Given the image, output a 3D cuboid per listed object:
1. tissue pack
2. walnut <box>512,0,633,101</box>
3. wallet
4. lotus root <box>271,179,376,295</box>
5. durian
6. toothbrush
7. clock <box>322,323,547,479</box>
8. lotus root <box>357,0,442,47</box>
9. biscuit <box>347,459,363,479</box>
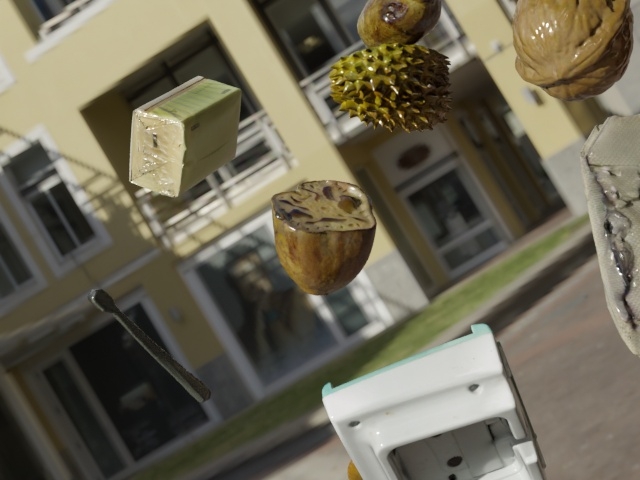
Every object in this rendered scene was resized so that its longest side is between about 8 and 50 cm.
[{"bbox_3d":[-0.256,-0.201,2.252,0.234,0.125,0.159,-41,-36,-56],"label":"tissue pack"},{"bbox_3d":[0.382,-0.313,1.790,0.213,0.213,0.213,-31,-2,-1],"label":"walnut"},{"bbox_3d":[0.389,0.012,1.189,0.275,0.335,0.068,6,-23,-27],"label":"wallet"},{"bbox_3d":[-0.001,0.000,2.180,0.188,0.180,0.199,0,35,-8],"label":"lotus root"},{"bbox_3d":[0.151,-0.302,2.224,0.261,0.153,0.186,-13,-36,-15],"label":"durian"},{"bbox_3d":[-0.281,0.178,1.956,0.031,0.297,0.030,5,53,52],"label":"toothbrush"},{"bbox_3d":[0.154,0.256,1.483,0.231,0.262,0.116,-22,39,5],"label":"clock"},{"bbox_3d":[0.155,-0.435,2.222,0.260,0.128,0.145,-22,48,65],"label":"lotus root"},{"bbox_3d":[0.160,0.421,2.108,0.220,0.220,0.066,-33,31,43],"label":"biscuit"}]
